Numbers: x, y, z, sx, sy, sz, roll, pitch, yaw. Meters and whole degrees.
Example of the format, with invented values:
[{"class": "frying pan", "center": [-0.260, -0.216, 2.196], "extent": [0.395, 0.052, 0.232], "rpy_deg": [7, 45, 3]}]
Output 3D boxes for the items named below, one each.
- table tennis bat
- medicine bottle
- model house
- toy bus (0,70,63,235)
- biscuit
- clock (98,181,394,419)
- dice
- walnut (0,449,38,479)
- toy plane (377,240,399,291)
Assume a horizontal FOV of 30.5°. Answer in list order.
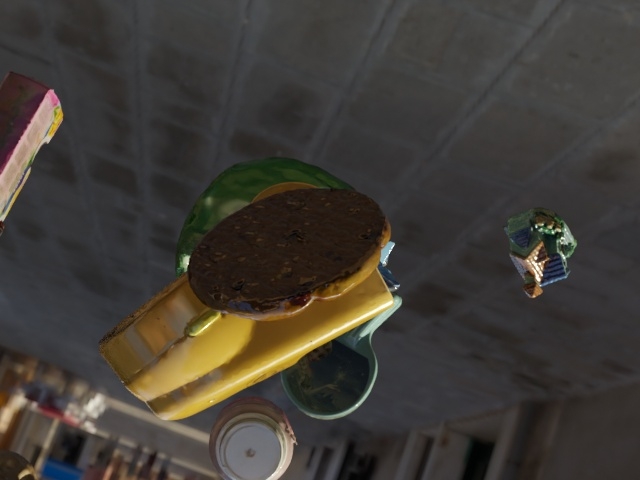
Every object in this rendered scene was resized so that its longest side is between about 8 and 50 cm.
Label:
[{"class": "table tennis bat", "center": [0.040, 0.170, 1.831], "extent": [0.149, 0.237, 0.038], "rpy_deg": [41, 176, 16]}, {"class": "medicine bottle", "center": [-0.115, 0.337, 1.951], "extent": [0.147, 0.147, 0.247], "rpy_deg": [20, 176, -1]}, {"class": "model house", "center": [0.430, 0.036, 2.294], "extent": [0.119, 0.148, 0.148], "rpy_deg": [-17, 137, 24]}, {"class": "toy bus", "center": [-0.443, -0.090, 1.562], "extent": [0.090, 0.274, 0.112], "rpy_deg": [23, 158, 0]}, {"class": "biscuit", "center": [-0.033, 0.011, 1.160], "extent": [0.212, 0.212, 0.036], "rpy_deg": [9, 129, 38]}, {"class": "clock", "center": [-0.099, 0.083, 1.388], "extent": [0.200, 0.317, 0.244], "rpy_deg": [55, 168, 2]}, {"class": "dice", "center": [-0.088, 0.035, 2.234], "extent": [0.297, 0.300, 0.287], "rpy_deg": [24, 136, 14]}, {"class": "walnut", "center": [-0.550, 0.408, 1.768], "extent": [0.273, 0.227, 0.273], "rpy_deg": [-15, 180, 0]}, {"class": "toy plane", "center": [-0.003, 0.007, 1.709], "extent": [0.246, 0.078, 0.169], "rpy_deg": [11, -154, -14]}]
